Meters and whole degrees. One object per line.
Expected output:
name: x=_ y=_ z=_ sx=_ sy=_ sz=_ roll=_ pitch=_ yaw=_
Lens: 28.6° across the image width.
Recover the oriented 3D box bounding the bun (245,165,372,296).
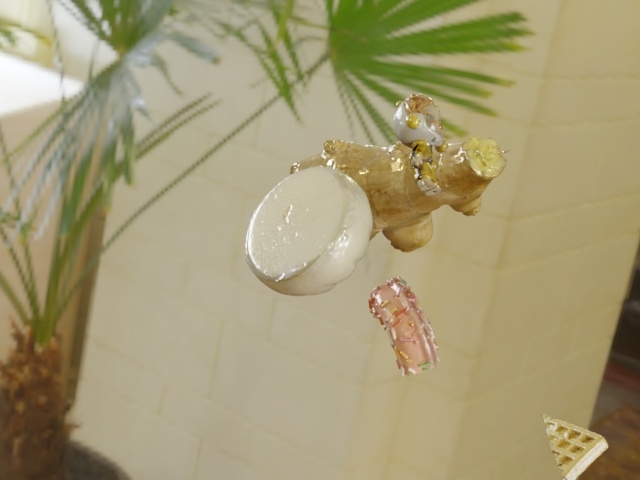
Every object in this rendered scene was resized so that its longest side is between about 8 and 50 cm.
bun: x=0.000 y=0.000 z=1.246 sx=0.094 sy=0.138 sz=0.138 roll=35 pitch=-2 yaw=-39

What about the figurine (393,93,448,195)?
figurine: x=0.141 y=-0.132 z=1.723 sx=0.068 sy=0.143 sz=0.101 roll=-19 pitch=-3 yaw=25

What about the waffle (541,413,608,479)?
waffle: x=0.425 y=0.378 z=2.295 sx=0.125 sy=0.032 sz=0.191 roll=-41 pitch=24 yaw=-20

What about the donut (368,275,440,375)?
donut: x=0.117 y=0.116 z=1.860 sx=0.065 sy=0.117 sz=0.166 roll=-22 pitch=41 yaw=-9

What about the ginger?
ginger: x=0.128 y=-0.058 z=1.992 sx=0.375 sy=0.236 sz=0.166 roll=9 pitch=33 yaw=38
